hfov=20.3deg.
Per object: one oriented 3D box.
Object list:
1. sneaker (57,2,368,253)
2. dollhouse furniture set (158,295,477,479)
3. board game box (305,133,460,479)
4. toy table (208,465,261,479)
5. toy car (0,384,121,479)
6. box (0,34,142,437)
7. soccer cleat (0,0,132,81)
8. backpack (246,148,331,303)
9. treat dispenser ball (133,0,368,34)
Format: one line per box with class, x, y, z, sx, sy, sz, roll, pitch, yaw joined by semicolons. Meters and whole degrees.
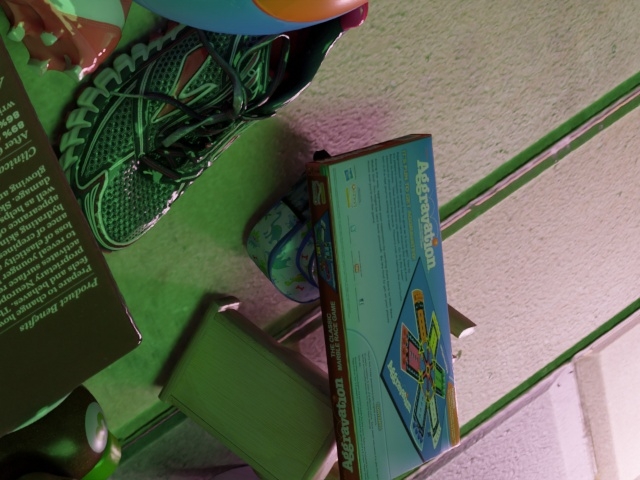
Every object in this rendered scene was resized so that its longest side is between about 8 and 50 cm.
sneaker;-0.088;-0.112;1.353;0.299;0.112;0.121;-52;141;9
dollhouse furniture set;-0.009;0.131;1.654;0.212;0.161;0.242;-60;161;17
board game box;0.056;0.059;1.516;0.145;0.027;0.281;-18;106;-47
toy table;-0.045;0.328;1.692;0.274;0.252;0.161;0;114;-53
toy car;-0.214;0.215;1.466;0.149;0.188;0.155;-40;141;-7
box;-0.280;-0.026;1.239;0.191;0.143;0.381;-34;138;-15
soccer cleat;-0.201;-0.214;1.204;0.095;0.083;0.248;-61;144;-29
backpack;0.000;0.000;1.552;0.114;0.084;0.105;-42;139;1
treat dispenser ball;-0.043;-0.273;1.110;0.288;0.288;0.288;-24;137;-25
